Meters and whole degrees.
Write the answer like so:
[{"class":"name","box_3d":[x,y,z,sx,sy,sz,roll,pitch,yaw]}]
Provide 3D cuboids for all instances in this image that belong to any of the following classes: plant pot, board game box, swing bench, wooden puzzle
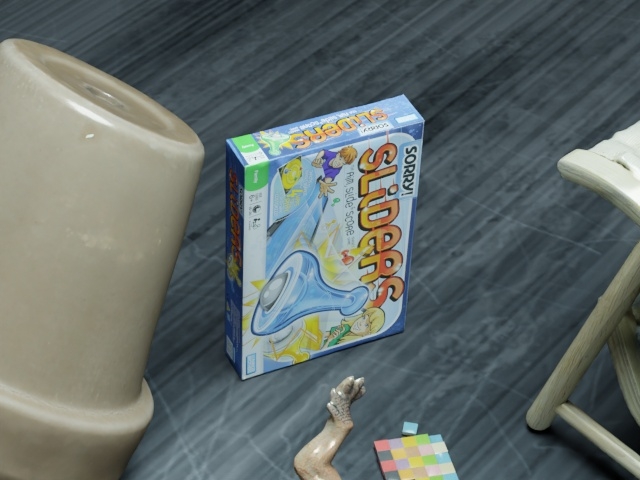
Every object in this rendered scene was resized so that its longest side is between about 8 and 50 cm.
[{"class":"plant pot","box_3d":[-0.193,0.001,1.190,0.263,0.229,0.263,29,10,-5]},{"class":"board game box","box_3d":[0.000,0.000,1.300,0.136,0.201,0.035,-16,45,-20]},{"class":"swing bench","box_3d":[0.290,0.023,1.248,0.253,0.255,0.165,-29,50,-31]},{"class":"wooden puzzle","box_3d":[0.067,0.156,1.271,0.049,0.006,0.083,-7,42,-11]}]

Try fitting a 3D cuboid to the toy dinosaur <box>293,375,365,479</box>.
[{"class":"toy dinosaur","box_3d":[-0.006,0.222,1.110,0.295,0.127,0.200,-23,53,-19]}]
